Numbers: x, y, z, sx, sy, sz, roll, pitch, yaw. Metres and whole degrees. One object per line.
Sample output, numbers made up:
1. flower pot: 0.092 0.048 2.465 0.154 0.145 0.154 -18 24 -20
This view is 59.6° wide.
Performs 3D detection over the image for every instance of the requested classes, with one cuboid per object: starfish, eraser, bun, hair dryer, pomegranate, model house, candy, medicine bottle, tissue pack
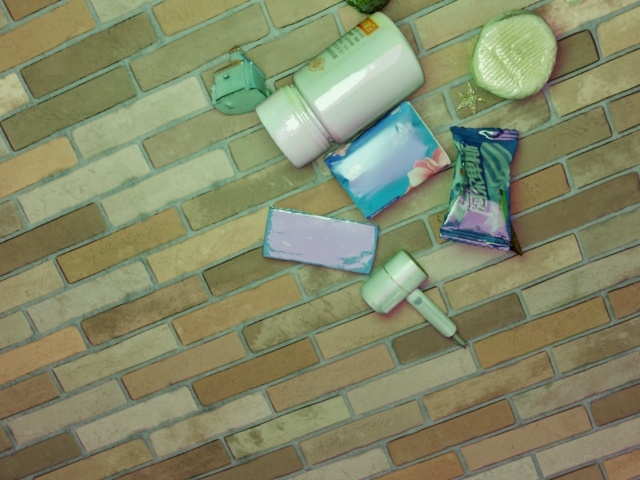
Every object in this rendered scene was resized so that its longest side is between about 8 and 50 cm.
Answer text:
1. starfish: 0.401 -0.380 1.485 0.086 0.016 0.092 -8 98 1
2. eraser: 0.000 0.000 1.556 0.312 0.042 0.144 10 101 0
3. bun: 0.481 -0.465 1.405 0.221 0.134 0.220 -1 104 -5
4. hair dryer: 0.290 0.201 1.568 0.357 0.107 0.173 43 102 -13
5. pomegranate: 0.123 -0.644 1.402 0.138 0.163 0.125 31 140 11
6. model house: -0.212 -0.423 1.458 0.148 0.119 0.148 -12 78 24
7. candy: 0.412 -0.143 1.451 0.187 0.077 0.330 8 79 9
8. medicine bottle: 0.047 -0.365 1.395 0.388 0.219 0.219 -36 98 8
9. tissue pack: 0.168 -0.210 1.462 0.270 0.137 0.209 -35 97 9

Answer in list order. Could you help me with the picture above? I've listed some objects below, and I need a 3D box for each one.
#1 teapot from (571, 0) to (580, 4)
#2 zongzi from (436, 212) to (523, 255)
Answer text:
1. teapot: 0.648 -0.638 1.403 0.064 0.064 0.083 -9 97 -5
2. zongzi: 0.433 -0.014 1.516 0.187 0.084 0.184 -20 94 7
